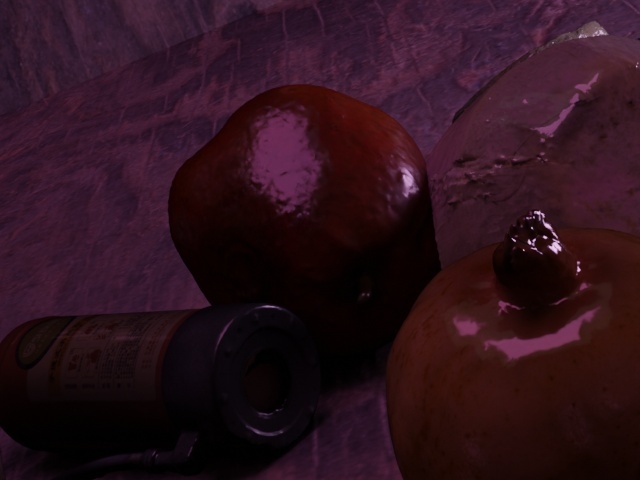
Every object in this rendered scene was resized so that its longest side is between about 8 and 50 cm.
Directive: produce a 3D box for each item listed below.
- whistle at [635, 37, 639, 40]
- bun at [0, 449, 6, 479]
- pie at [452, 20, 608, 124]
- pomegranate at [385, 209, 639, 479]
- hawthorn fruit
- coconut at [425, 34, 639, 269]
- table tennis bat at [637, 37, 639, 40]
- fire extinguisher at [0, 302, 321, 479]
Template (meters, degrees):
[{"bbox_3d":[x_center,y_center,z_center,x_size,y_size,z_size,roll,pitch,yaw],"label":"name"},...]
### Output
[{"bbox_3d":[0.322,-0.153,1.820,0.180,0.093,0.269,-52,21,-10],"label":"whistle"},{"bbox_3d":[-0.309,0.202,1.433,0.263,0.175,0.263,-32,42,35],"label":"bun"},{"bbox_3d":[0.213,-0.154,1.980,0.187,0.041,0.187,-32,-8,-5],"label":"pie"},{"bbox_3d":[0.135,0.089,1.110,0.207,0.207,0.207,-21,16,6],"label":"pomegranate"},{"bbox_3d":[0.000,0.000,1.583,0.224,0.224,0.261,-25,36,-9],"label":"hawthorn fruit"},{"bbox_3d":[0.181,-0.019,1.340,0.227,0.227,0.230,-28,-4,-18],"label":"coconut"},{"bbox_3d":[0.250,-0.132,1.793,0.160,0.039,0.257,-59,11,-29],"label":"table tennis bat"},{"bbox_3d":[-0.185,0.127,1.561,0.376,0.113,0.200,-5,24,47],"label":"fire extinguisher"}]
